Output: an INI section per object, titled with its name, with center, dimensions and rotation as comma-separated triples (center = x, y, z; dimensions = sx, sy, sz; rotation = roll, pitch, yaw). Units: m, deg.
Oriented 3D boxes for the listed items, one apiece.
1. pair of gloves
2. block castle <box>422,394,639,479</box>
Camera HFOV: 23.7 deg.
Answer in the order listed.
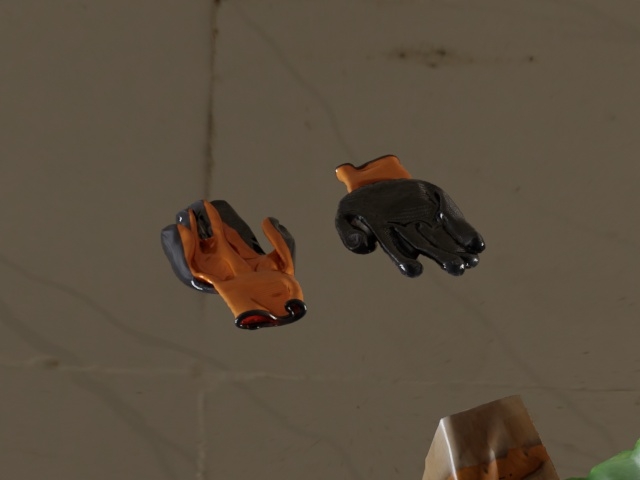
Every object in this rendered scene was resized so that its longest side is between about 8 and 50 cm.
[pair of gloves]
center = 0.000, 0.000, 0.420
dimensions = 0.083, 0.074, 0.010
rotation = -13, -61, -16
[block castle]
center = 0.127, 0.200, 0.462
dimensions = 0.453, 0.213, 0.303
rotation = -17, -122, -13
